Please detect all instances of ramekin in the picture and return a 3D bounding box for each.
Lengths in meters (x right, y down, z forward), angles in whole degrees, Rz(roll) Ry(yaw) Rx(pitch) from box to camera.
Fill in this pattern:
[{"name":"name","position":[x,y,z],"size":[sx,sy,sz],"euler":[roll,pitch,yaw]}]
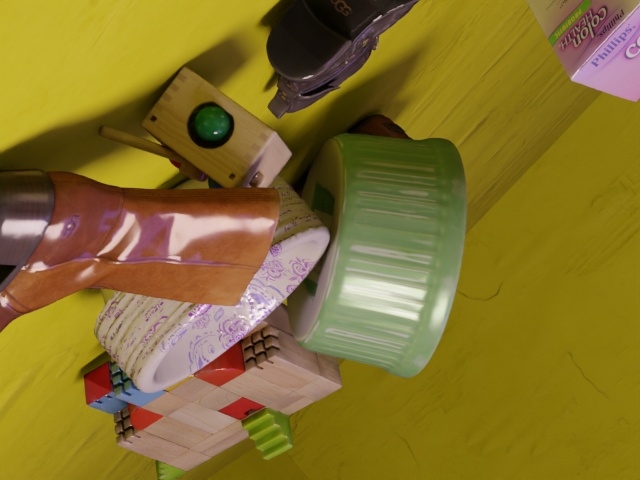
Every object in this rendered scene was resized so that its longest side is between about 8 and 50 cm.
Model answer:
[{"name":"ramekin","position":[0.061,0.010,2.009],"size":[0.303,0.148,0.303],"euler":[-171,-90,-77]}]

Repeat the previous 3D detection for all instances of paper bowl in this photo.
[{"name":"paper bowl","position":[-0.139,0.032,1.856],"size":[0.284,0.148,0.284],"euler":[-39,170,-8]}]

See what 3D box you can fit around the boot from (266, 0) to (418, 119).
[{"name":"boot","position":[0.041,-0.231,1.655],"size":[0.263,0.091,0.229],"euler":[-37,175,0]}]

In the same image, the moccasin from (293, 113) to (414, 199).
[{"name":"moccasin","position":[0.001,0.000,2.232],"size":[0.380,0.147,0.139],"euler":[-43,169,12]}]

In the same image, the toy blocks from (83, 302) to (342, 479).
[{"name":"toy blocks","position":[-0.168,0.177,2.158],"size":[0.381,0.191,0.261],"euler":[-31,142,27]}]

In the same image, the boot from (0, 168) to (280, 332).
[{"name":"boot","position":[-0.204,0.034,1.497],"size":[0.280,0.096,0.264],"euler":[3,131,-32]}]

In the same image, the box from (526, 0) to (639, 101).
[{"name":"box","position":[0.337,-0.321,1.804],"size":[0.117,0.243,0.213],"euler":[13,132,-38]}]

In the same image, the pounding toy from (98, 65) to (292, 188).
[{"name":"pounding toy","position":[-0.116,-0.093,1.534],"size":[0.100,0.130,0.141],"euler":[-54,170,-2]}]
